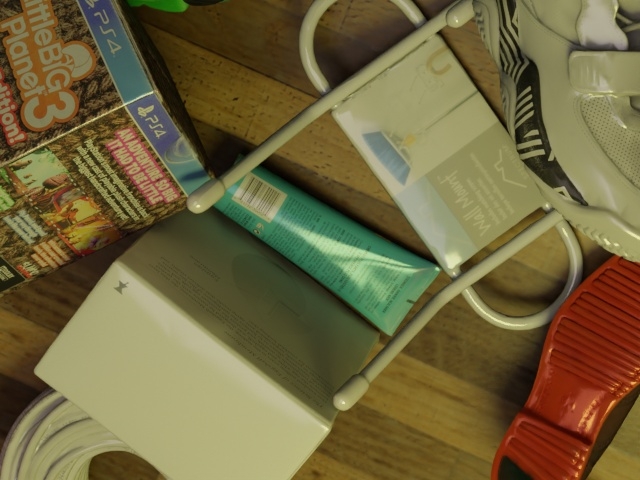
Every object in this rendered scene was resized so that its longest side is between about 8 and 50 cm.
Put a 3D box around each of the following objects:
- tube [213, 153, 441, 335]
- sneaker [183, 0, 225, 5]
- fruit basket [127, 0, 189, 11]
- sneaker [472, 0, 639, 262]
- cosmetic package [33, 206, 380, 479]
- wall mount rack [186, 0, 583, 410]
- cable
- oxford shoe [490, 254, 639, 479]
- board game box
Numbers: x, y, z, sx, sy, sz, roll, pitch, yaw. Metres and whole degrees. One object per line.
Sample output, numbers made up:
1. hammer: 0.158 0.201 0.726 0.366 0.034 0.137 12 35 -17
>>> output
1. tube: 0.000 0.000 1.736 0.207 0.052 0.080 34 115 -5
2. sneaker: -0.045 -0.260 1.591 0.083 0.224 0.098 -20 95 47
3. fruit basket: -0.194 -0.412 1.538 0.283 0.392 0.392 6 107 10
4. sneaker: 0.234 -0.177 1.495 0.210 0.137 0.366 -39 64 46
5. cosmetic package: -0.092 0.098 1.688 0.224 0.224 0.138 38 110 0
6. wall mount rack: 0.070 -0.040 1.632 0.304 0.130 0.350 -36 97 -1
7. cable: -0.176 0.239 1.821 0.257 0.089 0.257 -1 105 12
8. oxford shoe: 0.238 0.118 1.704 0.097 0.098 0.271 34 94 18
9. board game box: -0.257 -0.071 1.560 0.291 0.232 0.141 -26 70 0
